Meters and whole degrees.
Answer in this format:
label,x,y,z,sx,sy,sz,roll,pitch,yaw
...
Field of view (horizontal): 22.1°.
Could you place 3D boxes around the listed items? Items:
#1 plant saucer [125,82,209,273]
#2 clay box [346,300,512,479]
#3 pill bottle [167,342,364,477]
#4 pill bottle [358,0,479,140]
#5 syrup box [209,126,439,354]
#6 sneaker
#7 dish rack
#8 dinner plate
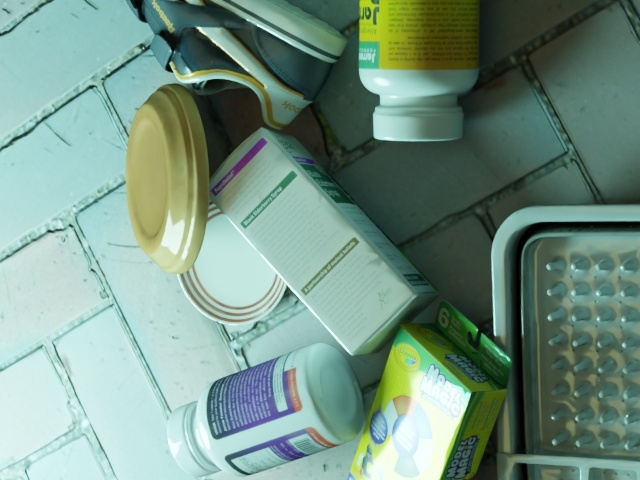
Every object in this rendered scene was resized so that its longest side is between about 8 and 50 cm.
label,x,y,z,sx,sy,sz,roll,pitch,yaw
plant saucer,-0.165,-0.064,1.705,0.200,0.037,0.200,179,90,-67
clay box,0.106,0.181,1.617,0.127,0.053,0.222,42,124,46
pill bottle,-0.061,0.185,1.712,0.193,0.108,0.108,-22,87,27
pill bottle,0.095,-0.203,1.576,0.118,0.117,0.208,4,99,26
syrup box,0.000,0.000,1.655,0.096,0.093,0.237,-44,76,12
sneaker,-0.135,-0.231,1.684,0.321,0.126,0.127,33,105,18
dish rack,0.308,0.128,1.539,0.286,0.072,0.332,0,97,28
dinner plate,-0.093,0.021,1.758,0.141,0.017,0.141,4,98,27
